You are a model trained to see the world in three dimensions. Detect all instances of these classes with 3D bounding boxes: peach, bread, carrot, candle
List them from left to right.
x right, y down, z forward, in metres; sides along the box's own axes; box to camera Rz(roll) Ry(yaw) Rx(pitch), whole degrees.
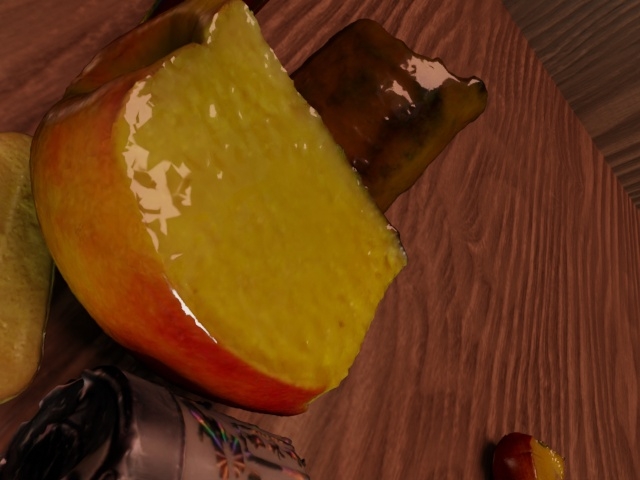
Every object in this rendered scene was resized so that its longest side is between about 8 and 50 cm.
[{"bbox_3d":[-0.285,0.023,0.458,0.102,0.095,0.245,24,54,-47],"label":"bread"},{"bbox_3d":[-0.102,0.237,0.452,0.330,0.188,0.187,38,46,-37],"label":"candle"},{"bbox_3d":[-0.097,0.010,0.502,0.242,0.306,0.380,-54,126,-23],"label":"peach"},{"bbox_3d":[0.040,-0.150,0.770,0.241,0.341,0.241,47,4,-4],"label":"carrot"},{"bbox_3d":[0.347,0.400,0.883,0.151,0.119,0.151,5,90,-77],"label":"peach"}]

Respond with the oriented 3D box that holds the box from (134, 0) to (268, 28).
[{"bbox_3d":[-0.115,-0.297,0.628,0.089,0.313,0.197,41,46,-23],"label":"box"}]
